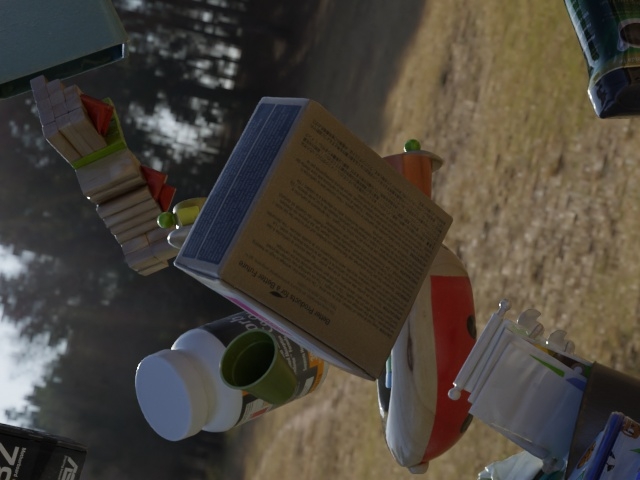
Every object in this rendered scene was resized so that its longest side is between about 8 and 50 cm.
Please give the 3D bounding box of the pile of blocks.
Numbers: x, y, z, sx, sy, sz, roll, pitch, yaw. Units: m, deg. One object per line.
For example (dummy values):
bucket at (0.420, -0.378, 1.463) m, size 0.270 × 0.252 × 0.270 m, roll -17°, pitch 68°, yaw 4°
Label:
pile of blocks at (-0.290, -0.105, 1.667) m, size 0.149 × 0.113 × 0.362 m, roll -109°, pitch -5°, yaw -51°

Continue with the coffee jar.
coffee jar at (0.335, -0.222, 1.258) m, size 0.079 × 0.096 × 0.184 m, roll 114°, pitch 151°, yaw -63°

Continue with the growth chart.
growth chart at (0.287, 0.201, 1.489) m, size 0.172 × 0.237 × 0.021 m, roll -52°, pitch 13°, yaw -3°

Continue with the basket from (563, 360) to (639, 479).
basket at (0.441, 0.273, 1.435) m, size 0.154 × 0.227 × 0.204 m, roll 69°, pitch -143°, yaw -57°

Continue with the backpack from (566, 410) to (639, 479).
backpack at (0.306, 0.263, 0.982) m, size 0.276 × 0.213 × 0.263 m, roll -58°, pitch -8°, yaw -45°

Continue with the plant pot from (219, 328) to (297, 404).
plant pot at (-0.069, 0.164, 1.395) m, size 0.079 × 0.083 × 0.083 m, roll 47°, pitch -139°, yaw -43°

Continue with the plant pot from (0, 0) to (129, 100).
plant pot at (-0.476, -0.396, 1.868) m, size 0.248 × 0.247 × 0.252 m, roll -164°, pitch 54°, yaw -79°

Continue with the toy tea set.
toy tea set at (-0.016, -0.057, 1.344) m, size 0.200 × 0.336 × 0.124 m, roll 48°, pitch -146°, yaw -68°

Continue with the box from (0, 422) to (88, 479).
box at (-0.586, 0.483, 1.814) m, size 0.097 × 0.318 × 0.394 m, roll 7°, pitch 77°, yaw 52°

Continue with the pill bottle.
pill bottle at (-0.132, 0.198, 1.724) m, size 0.278 × 0.162 × 0.162 m, roll -18°, pitch -46°, yaw -43°

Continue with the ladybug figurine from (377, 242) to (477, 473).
ladybug figurine at (0.194, 0.200, 2.072) m, size 0.305 × 0.162 × 0.449 m, roll 146°, pitch 124°, yaw -83°

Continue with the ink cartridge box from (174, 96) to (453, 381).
ink cartridge box at (0.000, 0.000, 1.108) m, size 0.088 × 0.235 × 0.193 m, roll 13°, pitch 71°, yaw 50°

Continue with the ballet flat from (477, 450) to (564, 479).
ballet flat at (0.241, 0.382, 1.537) m, size 0.400 × 0.139 × 0.139 m, roll -41°, pitch -17°, yaw -34°
